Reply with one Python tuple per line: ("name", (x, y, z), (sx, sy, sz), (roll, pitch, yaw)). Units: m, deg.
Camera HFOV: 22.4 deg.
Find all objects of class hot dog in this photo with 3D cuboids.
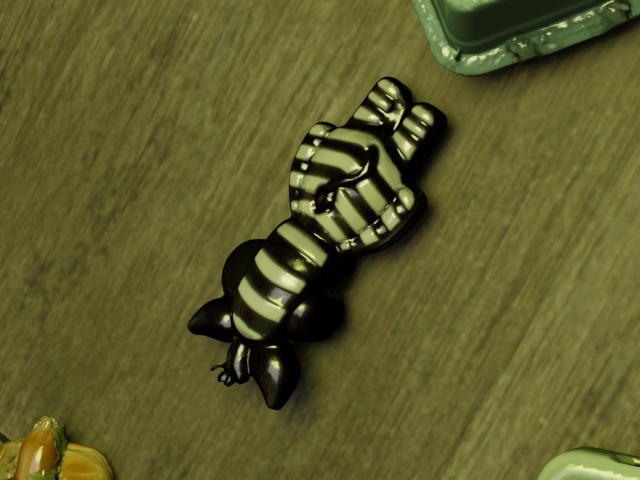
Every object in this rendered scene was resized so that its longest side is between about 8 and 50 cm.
("hot dog", (-0.194, 0.243, 1.089), (0.104, 0.076, 0.250), (6, 95, 23))

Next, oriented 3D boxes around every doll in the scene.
("doll", (0.000, 0.000, 1.011), (0.091, 0.067, 0.219), (38, 98, 21))

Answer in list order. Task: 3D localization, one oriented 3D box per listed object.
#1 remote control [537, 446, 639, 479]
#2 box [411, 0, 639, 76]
("remote control", (0.168, 0.293, 0.942), (0.128, 0.065, 0.335), (10, 94, 20))
("box", (0.107, -0.223, 0.929), (0.162, 0.130, 0.227), (-20, 81, 6))
